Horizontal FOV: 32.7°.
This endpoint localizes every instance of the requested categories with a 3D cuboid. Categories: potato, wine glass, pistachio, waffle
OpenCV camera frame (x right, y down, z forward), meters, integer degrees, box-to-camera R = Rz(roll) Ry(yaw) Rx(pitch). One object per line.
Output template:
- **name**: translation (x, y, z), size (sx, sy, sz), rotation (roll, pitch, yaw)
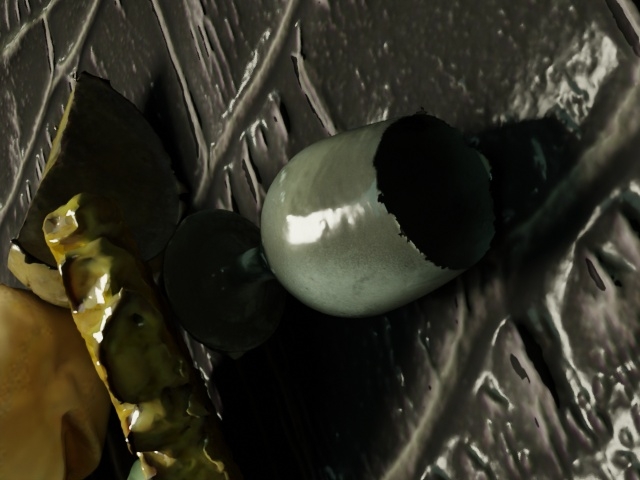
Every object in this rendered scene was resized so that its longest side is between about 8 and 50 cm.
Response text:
- **potato**: translation (-0.200, -0.030, 1.005), size (0.098, 0.138, 0.243), rotation (124, 161, -46)
- **wine glass**: translation (0.000, 0.000, 0.750), size (0.241, 0.126, 0.126), rotation (-23, 66, 45)
- **pistachio**: translation (-0.318, 0.161, 1.021), size (0.309, 0.230, 0.229), rotation (-41, 53, 40)
- **waffle**: translation (-0.122, 0.101, 0.799), size (0.309, 0.065, 0.283), rotation (62, 172, 18)

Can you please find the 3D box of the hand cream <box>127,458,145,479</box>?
- **hand cream**: translation (-0.169, 0.355, 0.935), size (0.147, 0.093, 0.305), rotation (18, 89, 52)
